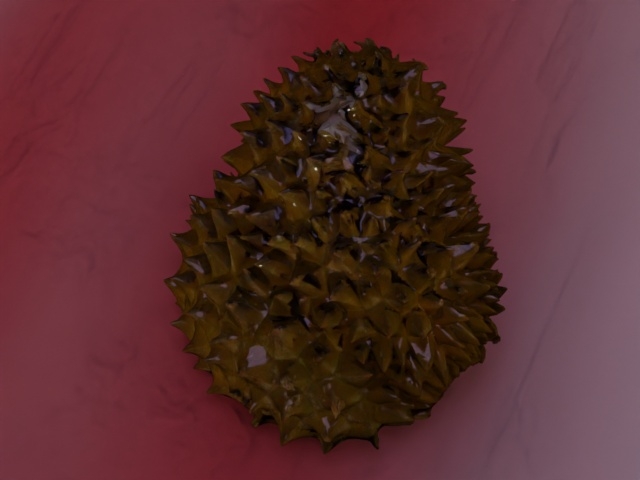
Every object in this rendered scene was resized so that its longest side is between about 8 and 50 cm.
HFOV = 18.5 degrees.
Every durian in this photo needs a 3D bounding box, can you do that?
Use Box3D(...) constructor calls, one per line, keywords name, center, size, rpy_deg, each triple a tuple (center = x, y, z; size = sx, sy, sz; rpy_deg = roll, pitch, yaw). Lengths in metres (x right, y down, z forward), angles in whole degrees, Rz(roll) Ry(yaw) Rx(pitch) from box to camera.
Box3D(name="durian", center=(0.006, -0.006, 1.106), size=(0.183, 0.138, 0.250), rpy_deg=(-3, 57, -11))
